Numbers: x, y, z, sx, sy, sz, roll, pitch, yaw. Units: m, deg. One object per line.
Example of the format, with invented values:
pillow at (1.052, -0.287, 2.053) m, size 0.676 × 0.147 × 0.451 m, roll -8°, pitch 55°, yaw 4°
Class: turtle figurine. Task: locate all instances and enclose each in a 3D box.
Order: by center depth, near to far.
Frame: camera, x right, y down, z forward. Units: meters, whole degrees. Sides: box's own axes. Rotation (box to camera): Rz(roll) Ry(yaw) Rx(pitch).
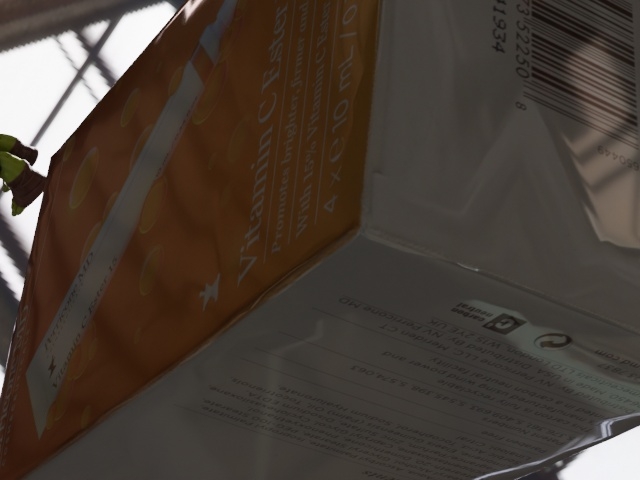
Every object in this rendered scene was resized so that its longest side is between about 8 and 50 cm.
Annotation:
turtle figurine at (-0.389, -0.124, 1.411) m, size 0.217 × 0.269 × 0.087 m, roll 37°, pitch -95°, yaw -34°

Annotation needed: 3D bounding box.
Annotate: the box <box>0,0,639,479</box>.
box at (0.000, 0.000, 0.615) m, size 0.168 × 0.345 × 0.215 m, roll 21°, pitch -124°, yaw -25°
